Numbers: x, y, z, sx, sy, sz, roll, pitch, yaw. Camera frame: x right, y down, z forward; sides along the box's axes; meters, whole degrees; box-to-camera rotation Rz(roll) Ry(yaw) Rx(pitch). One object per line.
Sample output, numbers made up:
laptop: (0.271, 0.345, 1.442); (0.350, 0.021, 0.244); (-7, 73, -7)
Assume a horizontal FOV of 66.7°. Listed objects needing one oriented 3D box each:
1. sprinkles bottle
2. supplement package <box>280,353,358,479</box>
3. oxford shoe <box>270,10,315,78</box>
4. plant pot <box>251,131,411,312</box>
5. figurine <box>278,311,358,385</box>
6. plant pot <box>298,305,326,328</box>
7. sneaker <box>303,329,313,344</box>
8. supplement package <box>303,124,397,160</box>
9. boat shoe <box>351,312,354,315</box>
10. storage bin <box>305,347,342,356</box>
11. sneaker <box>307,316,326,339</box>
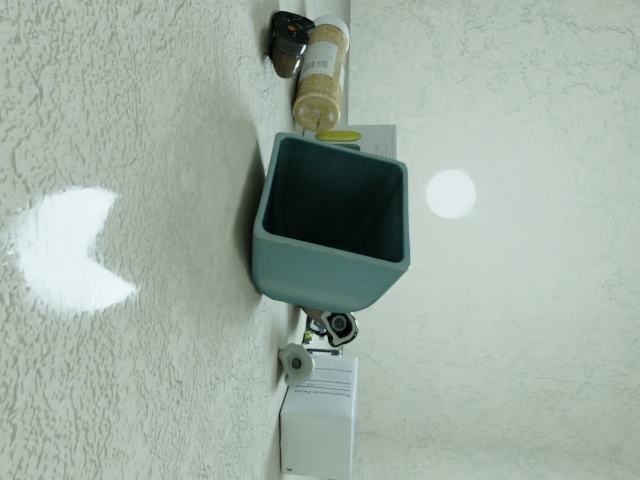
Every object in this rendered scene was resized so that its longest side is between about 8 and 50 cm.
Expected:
sprinkles bottle: (0.005, -0.443, 1.274); (0.121, 0.121, 0.356); (83, 11, -53)
supplement package: (0.006, 0.450, 1.282); (0.293, 0.175, 0.178); (-66, 158, -73)
oxford shoe: (-0.063, -0.382, 0.947); (0.227, 0.082, 0.096); (-80, -171, -50)
plant pot: (0.000, 0.000, 0.890); (0.252, 0.246, 0.248); (112, -12, -49)
figurine: (-0.006, 0.266, 1.199); (0.092, 0.214, 0.209); (47, -10, 13)
plant pot: (-0.007, 0.130, 1.375); (0.237, 0.109, 0.238); (3, 90, -84)
sneaker: (-0.040, 0.300, 1.511); (0.083, 0.031, 0.035); (-56, 134, -86)
supplement package: (0.083, -0.193, 1.390); (0.198, 0.262, 0.200); (83, 10, -51)
boat shoe: (0.100, 0.223, 2.007); (0.118, 0.103, 0.321); (34, -76, 53)
storage bin: (0.008, 0.420, 1.539); (0.180, 0.121, 0.085); (84, 10, -51)
sneaker: (0.007, 0.223, 1.588); (0.153, 0.093, 0.235); (-94, -168, -59)
